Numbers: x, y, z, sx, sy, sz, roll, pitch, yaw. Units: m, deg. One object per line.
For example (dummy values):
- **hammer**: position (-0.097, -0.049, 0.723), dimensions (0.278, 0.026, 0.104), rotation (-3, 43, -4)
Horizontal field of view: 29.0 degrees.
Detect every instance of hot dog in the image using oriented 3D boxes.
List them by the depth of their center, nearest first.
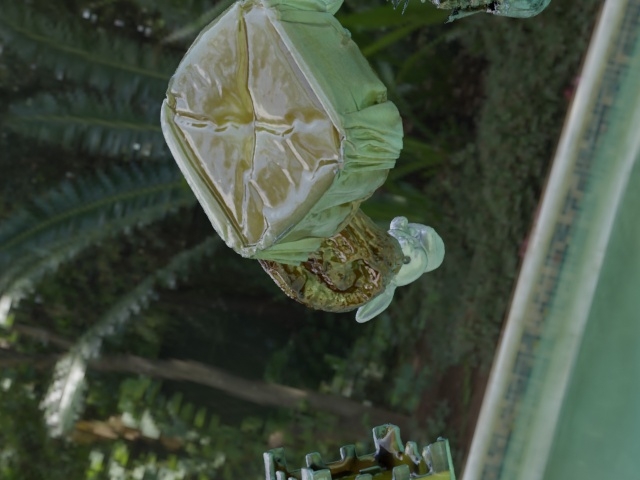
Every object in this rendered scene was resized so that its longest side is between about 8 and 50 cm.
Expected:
- **hot dog**: position (0.001, 0.003, 1.796), dimensions (0.175, 0.259, 0.114), rotation (-33, 31, 26)

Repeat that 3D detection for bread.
- **bread**: position (-0.035, -0.103, 1.110), dimensions (0.109, 0.210, 0.192), rotation (-3, -37, -51)

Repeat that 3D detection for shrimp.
- **shrimp**: position (0.206, -0.387, 1.803), dimensions (0.172, 0.372, 0.137), rotation (12, 108, 58)

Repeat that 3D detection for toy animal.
- **toy animal**: position (0.120, 0.043, 2.166), dimensions (0.220, 0.103, 0.131), rotation (-35, -24, -43)

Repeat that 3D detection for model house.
- **model house**: position (0.052, 0.351, 1.497), dimensions (0.198, 0.224, 0.215), rotation (170, 91, -69)

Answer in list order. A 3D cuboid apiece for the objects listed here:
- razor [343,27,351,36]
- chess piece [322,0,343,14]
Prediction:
- **razor**: position (-0.009, -0.272, 1.812), dimensions (0.232, 0.106, 0.068), rotation (-39, -48, -57)
- **chess piece**: position (-0.059, -0.402, 2.158), dimensions (0.330, 0.182, 0.182), rotation (122, 167, -67)
